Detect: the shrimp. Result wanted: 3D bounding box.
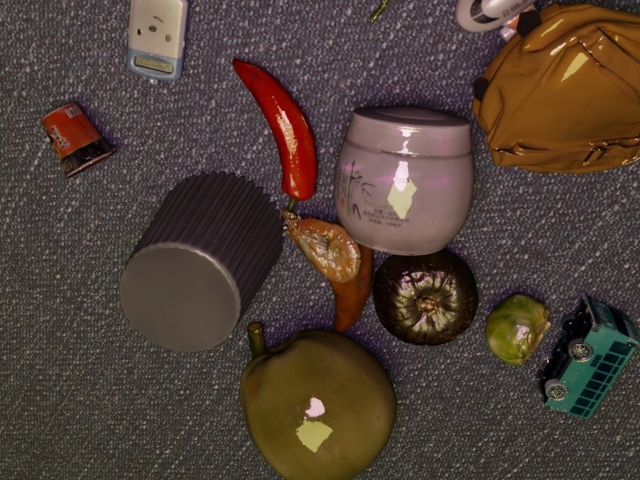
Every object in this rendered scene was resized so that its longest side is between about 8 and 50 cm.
[{"bbox_3d":[0.001,-0.001,1.501,0.217,0.051,0.115,42,110,12],"label":"shrimp"}]

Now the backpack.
[{"bbox_3d":[0.470,-0.261,1.265,0.378,0.201,0.353,15,140,-24],"label":"backpack"}]

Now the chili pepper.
[{"bbox_3d":[-0.074,-0.215,1.477,0.137,0.092,0.368,2,116,39],"label":"chili pepper"}]

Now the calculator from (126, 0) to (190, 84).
[{"bbox_3d":[-0.333,-0.421,1.431,0.121,0.039,0.210,15,118,3],"label":"calculator"}]

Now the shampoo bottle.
[{"bbox_3d":[0.163,-0.128,1.366,0.273,0.273,0.266,5,110,6],"label":"shampoo bottle"}]

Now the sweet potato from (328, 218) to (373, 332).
[{"bbox_3d":[0.066,0.066,1.570,0.112,0.112,0.359,1,113,8],"label":"sweet potato"}]

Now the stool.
[{"bbox_3d":[-0.252,0.045,1.484,0.297,0.330,0.297,4,117,7],"label":"stool"}]

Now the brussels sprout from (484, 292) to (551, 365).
[{"bbox_3d":[0.435,0.197,1.569,0.122,0.151,0.149,34,148,23],"label":"brussels sprout"}]

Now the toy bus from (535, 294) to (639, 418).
[{"bbox_3d":[0.600,0.265,1.574,0.147,0.128,0.256,18,119,-2],"label":"toy bus"}]

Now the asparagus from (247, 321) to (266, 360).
[{"bbox_3d":[-0.154,0.285,1.749,0.045,0.041,0.178,3,118,16],"label":"asparagus"}]

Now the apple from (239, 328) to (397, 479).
[{"bbox_3d":[-0.005,0.378,1.607,0.357,0.357,0.357,4,116,7],"label":"apple"}]

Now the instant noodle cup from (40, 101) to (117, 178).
[{"bbox_3d":[-0.534,-0.222,1.521,0.127,0.127,0.135,-25,102,19],"label":"instant noodle cup"}]

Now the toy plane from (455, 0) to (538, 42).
[{"bbox_3d":[0.354,-0.464,1.260,0.245,0.117,0.244,3,117,6],"label":"toy plane"}]

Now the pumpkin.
[{"bbox_3d":[0.230,0.128,1.545,0.238,0.159,0.238,4,112,9],"label":"pumpkin"}]

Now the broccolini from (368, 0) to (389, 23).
[{"bbox_3d":[0.135,-0.479,1.339,0.035,0.030,0.140,42,119,-3],"label":"broccolini"}]
